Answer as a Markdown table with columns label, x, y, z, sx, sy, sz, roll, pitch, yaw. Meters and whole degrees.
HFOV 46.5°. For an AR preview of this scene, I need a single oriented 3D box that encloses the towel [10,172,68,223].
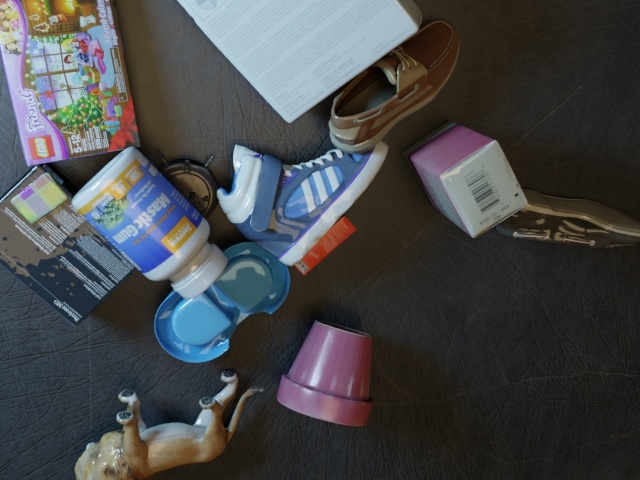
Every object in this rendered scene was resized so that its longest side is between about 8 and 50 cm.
| label | x | y | z | sx | sy | sz | roll | pitch | yaw |
| --- | --- | --- | --- | --- | --- | --- | --- | --- | --- |
| towel | -0.496 | -0.074 | 1.315 | 0.083 | 0.009 | 0.060 | -38 | 111 | 0 |

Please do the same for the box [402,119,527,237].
| label | x | y | z | sx | sy | sz | roll | pitch | yaw |
| --- | --- | --- | --- | --- | --- | --- | --- | --- | --- |
| box | 0.275 | -0.125 | 1.449 | 0.127 | 0.232 | 0.148 | -33 | 111 | 0 |

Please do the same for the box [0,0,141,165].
| label | x | y | z | sx | sy | sz | roll | pitch | yaw |
| --- | --- | --- | --- | --- | --- | --- | --- | --- | --- |
| box | -0.442 | -0.292 | 1.301 | 0.201 | 0.057 | 0.293 | -15 | 107 | -24 |

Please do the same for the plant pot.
| label | x | y | z | sx | sy | sz | roll | pitch | yaw |
| --- | --- | --- | --- | --- | --- | --- | --- | --- | --- |
| plant pot | 0.026 | 0.270 | 1.556 | 0.201 | 0.201 | 0.180 | 17 | 87 | -17 |

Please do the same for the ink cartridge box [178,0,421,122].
| label | x | y | z | sx | sy | sz | roll | pitch | yaw |
| --- | --- | --- | --- | --- | --- | --- | --- | --- | --- |
| ink cartridge box | -0.061 | -0.433 | 1.284 | 0.308 | 0.091 | 0.385 | -31 | 116 | 29 |

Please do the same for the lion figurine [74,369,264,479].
| label | x | y | z | sx | sy | sz | roll | pitch | yaw |
| --- | --- | --- | --- | --- | --- | --- | --- | --- | --- |
| lion figurine | -0.311 | 0.420 | 1.552 | 0.392 | 0.142 | 0.240 | -4 | 115 | -15 |

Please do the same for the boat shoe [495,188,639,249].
| label | x | y | z | sx | sy | sz | roll | pitch | yaw |
| --- | --- | --- | --- | --- | --- | --- | --- | --- | --- |
| boat shoe | 0.538 | -0.032 | 1.612 | 0.335 | 0.112 | 0.095 | 12 | 122 | -10 |

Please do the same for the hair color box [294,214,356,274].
| label | x | y | z | sx | sy | sz | roll | pitch | yaw |
| --- | --- | --- | --- | --- | --- | --- | --- | --- | --- |
| hair color box | 0.000 | 0.000 | 1.517 | 0.141 | 0.072 | 0.043 | -42 | 111 | 3 |

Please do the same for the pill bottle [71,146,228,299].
| label | x | y | z | sx | sy | sz | roll | pitch | yaw |
| --- | --- | --- | --- | --- | --- | --- | --- | --- | --- |
| pill bottle | -0.298 | -0.023 | 1.345 | 0.152 | 0.152 | 0.272 | -42 | 109 | 3 |

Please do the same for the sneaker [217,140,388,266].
| label | x | y | z | sx | sy | sz | roll | pitch | yaw |
| --- | --- | --- | --- | --- | --- | --- | --- | --- | --- |
| sneaker | -0.047 | -0.135 | 1.435 | 0.236 | 0.130 | 0.323 | 42 | 83 | -9 |

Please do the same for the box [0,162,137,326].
| label | x | y | z | sx | sy | sz | roll | pitch | yaw |
| --- | --- | --- | --- | --- | --- | --- | --- | --- | --- |
| box | -0.489 | 0.003 | 1.396 | 0.184 | 0.103 | 0.261 | -44 | 110 | -1 |

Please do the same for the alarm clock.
| label | x | y | z | sx | sy | sz | roll | pitch | yaw |
| --- | --- | --- | --- | --- | --- | --- | --- | --- | --- |
| alarm clock | -0.263 | -0.072 | 1.446 | 0.129 | 0.064 | 0.192 | 1 | 110 | -13 |

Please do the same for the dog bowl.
| label | x | y | z | sx | sy | sz | roll | pitch | yaw |
| --- | --- | --- | --- | --- | --- | --- | --- | --- | --- |
| dog bowl | -0.200 | 0.115 | 1.510 | 0.297 | 0.074 | 0.166 | -39 | 111 | 3 |

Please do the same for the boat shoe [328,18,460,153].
| label | x | y | z | sx | sy | sz | roll | pitch | yaw |
| --- | --- | --- | --- | --- | --- | --- | --- | --- | --- |
| boat shoe | 0.141 | -0.300 | 1.391 | 0.324 | 0.123 | 0.116 | -48 | 156 | -9 |
